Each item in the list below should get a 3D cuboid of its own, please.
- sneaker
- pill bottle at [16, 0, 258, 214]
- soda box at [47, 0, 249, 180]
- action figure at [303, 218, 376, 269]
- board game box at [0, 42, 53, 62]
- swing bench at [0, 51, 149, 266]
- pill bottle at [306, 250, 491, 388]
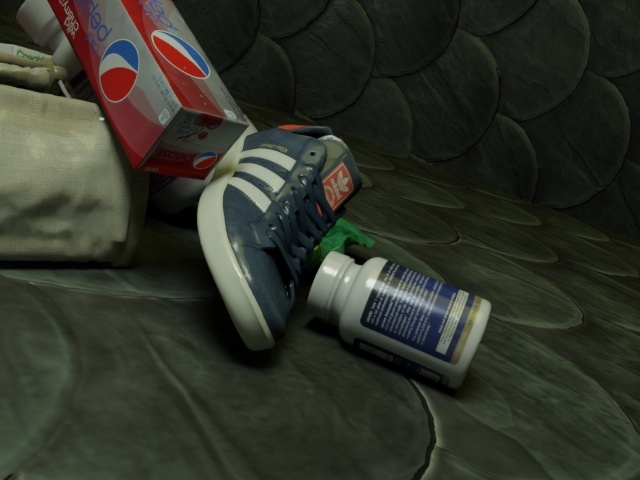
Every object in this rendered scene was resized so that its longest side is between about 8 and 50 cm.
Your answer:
[{"bbox_3d":[-0.028,-0.033,0.731,0.148,0.131,0.350,-15,33,6],"label":"sneaker"},{"bbox_3d":[-0.230,-0.194,0.915,0.302,0.169,0.169,51,8,-14],"label":"pill bottle"},{"bbox_3d":[-0.180,-0.185,0.721,0.092,0.083,0.263,5,46,-52],"label":"soda box"},{"bbox_3d":[0.000,0.000,0.956,0.137,0.064,0.232,22,11,4],"label":"action figure"},{"bbox_3d":[-0.552,-0.297,1.218,0.305,0.053,0.193,12,6,23],"label":"board game box"},{"bbox_3d":[-0.329,-0.095,0.687,0.254,0.165,0.253,29,16,37],"label":"swing bench"},{"bbox_3d":[0.076,0.073,0.724,0.169,0.094,0.094,22,15,11],"label":"pill bottle"}]
